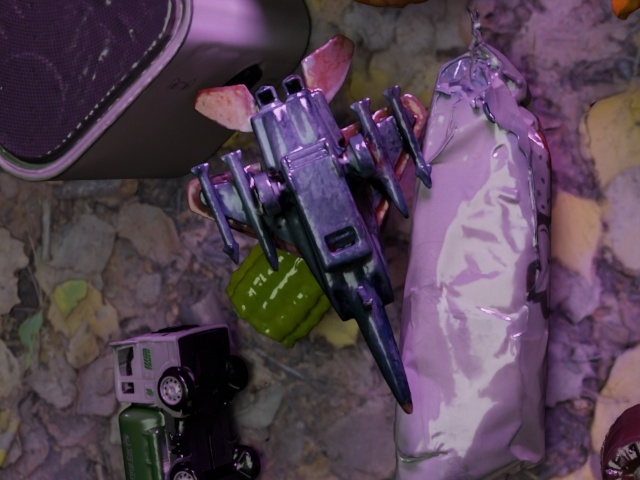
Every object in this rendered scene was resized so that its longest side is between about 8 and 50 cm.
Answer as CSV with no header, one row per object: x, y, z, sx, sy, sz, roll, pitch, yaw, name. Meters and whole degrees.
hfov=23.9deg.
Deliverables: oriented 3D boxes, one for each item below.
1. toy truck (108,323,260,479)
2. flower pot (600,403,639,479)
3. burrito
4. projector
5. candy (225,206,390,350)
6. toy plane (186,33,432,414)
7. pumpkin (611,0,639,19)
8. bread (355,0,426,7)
-0.136,0.203,1.468,0.125,0.101,0.242,-3,94,36,toy truck
0.281,0.197,1.284,0.111,0.089,0.111,1,93,24,flower pot
0.140,0.017,1.333,0.139,0.101,0.445,6,94,26,burrito
-0.194,-0.204,1.390,0.248,0.249,0.248,-44,76,20,projector
0.000,0.000,1.401,0.097,0.097,0.209,41,101,17,candy
0.015,-0.005,1.299,0.223,0.104,0.326,-22,79,0,toy plane
0.257,-0.252,1.200,0.095,0.290,0.258,-47,59,27,pumpkin
0.026,-0.393,1.319,0.328,0.148,0.337,27,90,17,bread
